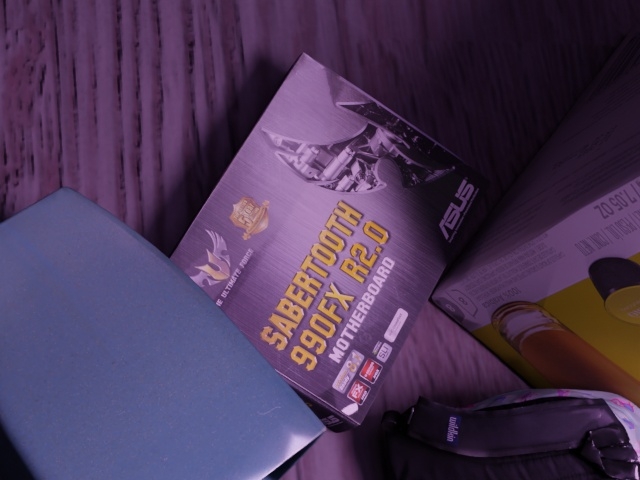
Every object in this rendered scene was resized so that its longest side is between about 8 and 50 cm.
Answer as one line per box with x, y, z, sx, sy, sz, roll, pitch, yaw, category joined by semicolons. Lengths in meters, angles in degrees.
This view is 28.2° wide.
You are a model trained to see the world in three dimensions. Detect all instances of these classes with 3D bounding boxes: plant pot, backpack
-0.144;0.096;0.838;0.165;0.165;0.234;-33;79;-24;plant pot
0.150;0.166;0.906;0.115;0.182;0.152;-3;75;-64;backpack

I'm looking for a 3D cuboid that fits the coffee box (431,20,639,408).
0.357;-0.009;0.937;0.334;0.337;0.338;41;66;-4;coffee box

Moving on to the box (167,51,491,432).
0.000;0.000;0.967;0.183;0.056;0.231;35;67;-7;box
